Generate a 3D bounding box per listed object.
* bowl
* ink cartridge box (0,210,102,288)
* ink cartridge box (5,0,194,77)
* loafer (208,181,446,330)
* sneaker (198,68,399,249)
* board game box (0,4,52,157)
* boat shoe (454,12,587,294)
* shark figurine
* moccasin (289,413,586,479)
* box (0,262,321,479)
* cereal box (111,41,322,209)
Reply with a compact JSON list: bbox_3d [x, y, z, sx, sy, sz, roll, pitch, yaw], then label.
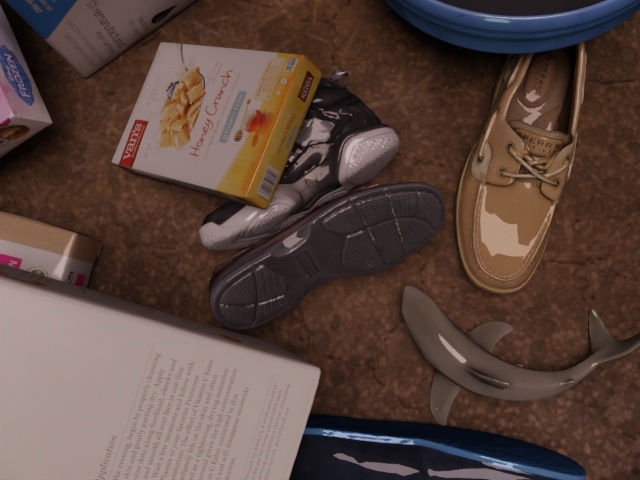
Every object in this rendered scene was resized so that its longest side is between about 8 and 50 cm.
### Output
[{"bbox_3d":[0.236,-0.390,0.821,0.392,0.077,0.390,-3,64,6],"label":"bowl"},{"bbox_3d":[-0.397,0.082,0.818,0.193,0.088,0.234,13,83,3],"label":"ink cartridge box"},{"bbox_3d":[-0.199,-0.402,0.776,0.395,0.285,0.166,-37,85,-3],"label":"ink cartridge box"},{"bbox_3d":[0.000,0.000,0.823,0.303,0.095,0.109,-26,119,-5],"label":"loafer"},{"bbox_3d":[-0.049,-0.104,0.837,0.269,0.101,0.153,-30,78,-4],"label":"sneaker"},{"bbox_3d":[-0.513,-0.204,0.814,0.319,0.066,0.317,-28,83,18],"label":"board game box"},{"bbox_3d":[0.243,-0.105,0.822,0.122,0.110,0.340,11,83,2],"label":"boat shoe"},{"bbox_3d":[0.229,0.149,0.793,0.279,0.116,0.166,7,84,3],"label":"shark figurine"},{"bbox_3d":[0.119,0.276,0.782,0.342,0.138,0.116,4,87,15],"label":"moccasin"},{"bbox_3d":[-0.209,0.148,0.692,0.346,0.215,0.168,20,83,-18],"label":"box"},{"bbox_3d":[-0.130,-0.143,0.806,0.240,0.047,0.172,15,81,35],"label":"cereal box"}]
